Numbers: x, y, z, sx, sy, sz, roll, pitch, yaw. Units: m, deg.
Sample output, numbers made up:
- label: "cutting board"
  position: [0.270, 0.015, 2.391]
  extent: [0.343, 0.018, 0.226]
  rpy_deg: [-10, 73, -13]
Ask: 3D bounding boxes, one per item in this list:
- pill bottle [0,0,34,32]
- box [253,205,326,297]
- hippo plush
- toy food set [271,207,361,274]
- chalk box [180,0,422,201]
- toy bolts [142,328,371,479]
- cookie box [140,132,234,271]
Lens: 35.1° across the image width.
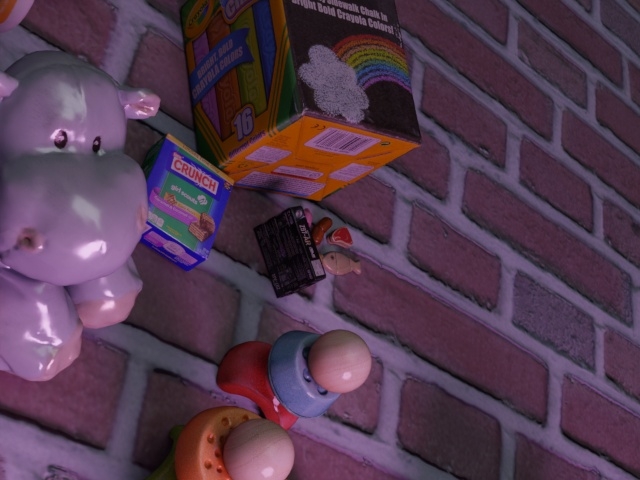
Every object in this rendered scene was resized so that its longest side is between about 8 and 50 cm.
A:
- label: "pill bottle"
  position: [-0.377, -0.267, 0.826]
  extent: [0.272, 0.152, 0.152]
  rpy_deg: [4, 68, -43]
- label: "box"
  position: [-0.033, 0.013, 1.084]
  extent: [0.018, 0.067, 0.083]
  rpy_deg: [-11, 77, -45]
- label: "hippo plush"
  position: [-0.209, -0.049, 0.821]
  extent: [0.234, 0.236, 0.294]
  rpy_deg: [3, 69, -43]
- label: "toy food set"
  position: [0.000, 0.000, 1.157]
  extent: [0.122, 0.019, 0.078]
  rpy_deg: [2, 69, -43]
- label: "chalk box"
  position: [-0.030, -0.215, 1.120]
  extent: [0.180, 0.179, 0.289]
  rpy_deg: [9, 64, -40]
- label: "toy bolts"
  position: [-0.022, 0.191, 0.941]
  extent: [0.218, 0.158, 0.228]
  rpy_deg: [44, 46, -19]
- label: "cookie box"
  position: [-0.144, -0.039, 1.022]
  extent: [0.092, 0.040, 0.107]
  rpy_deg: [35, 49, -26]
